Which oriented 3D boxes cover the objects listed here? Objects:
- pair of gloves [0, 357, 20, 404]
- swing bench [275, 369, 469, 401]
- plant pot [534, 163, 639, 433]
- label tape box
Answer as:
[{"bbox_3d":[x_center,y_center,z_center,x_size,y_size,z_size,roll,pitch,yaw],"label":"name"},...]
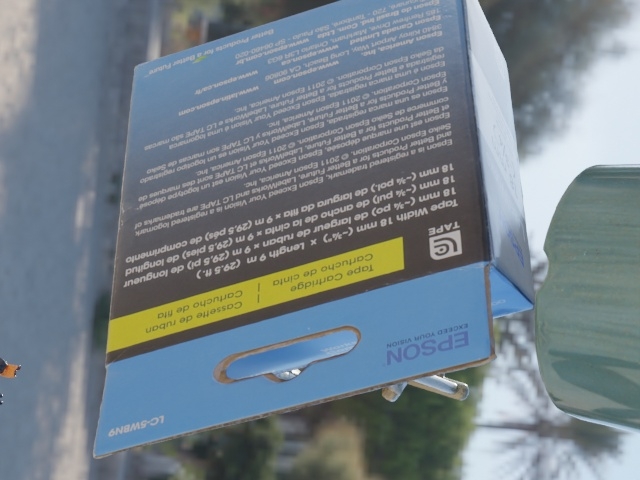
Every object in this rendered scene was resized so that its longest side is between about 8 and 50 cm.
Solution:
[{"bbox_3d":[-0.415,0.173,1.994,0.010,0.074,0.083,87,17,-45],"label":"pair of gloves"},{"bbox_3d":[0.004,0.076,1.678,0.253,0.255,0.165,30,59,-69],"label":"swing bench"},{"bbox_3d":[0.402,0.064,1.527,0.341,0.334,0.341,-15,108,-56],"label":"plant pot"},{"bbox_3d":[0.000,0.000,1.007,0.106,0.241,0.333,59,23,-43],"label":"label tape box"}]
